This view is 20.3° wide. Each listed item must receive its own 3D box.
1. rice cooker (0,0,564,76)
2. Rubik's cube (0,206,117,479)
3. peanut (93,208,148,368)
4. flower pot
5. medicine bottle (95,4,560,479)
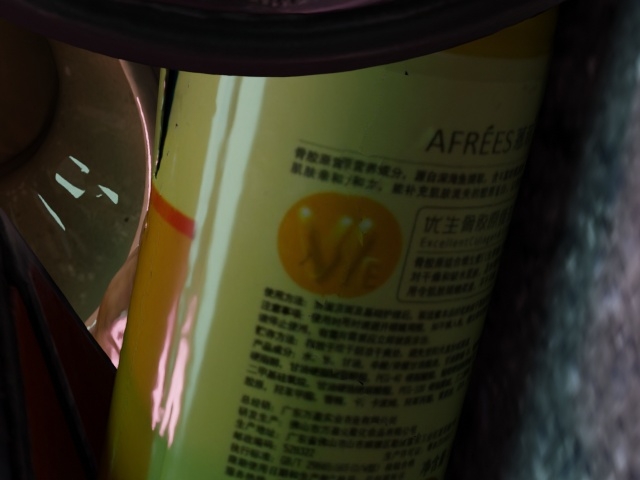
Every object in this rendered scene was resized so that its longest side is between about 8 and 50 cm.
[{"bbox_3d":[-0.013,-0.191,0.417,0.264,0.316,0.317,60,-179,-32],"label":"rice cooker"},{"bbox_3d":[-0.201,0.199,0.657,0.305,0.310,0.307,64,-170,-58],"label":"Rubik's cube"},{"bbox_3d":[-0.041,0.012,0.760,0.193,0.089,0.089,125,145,-49],"label":"peanut"},{"bbox_3d":[-0.214,-0.076,0.987,0.244,0.307,0.307,-91,11,-71],"label":"flower pot"},{"bbox_3d":[0.000,0.000,0.570,0.124,0.124,0.239,-129,47,-64],"label":"medicine bottle"}]
